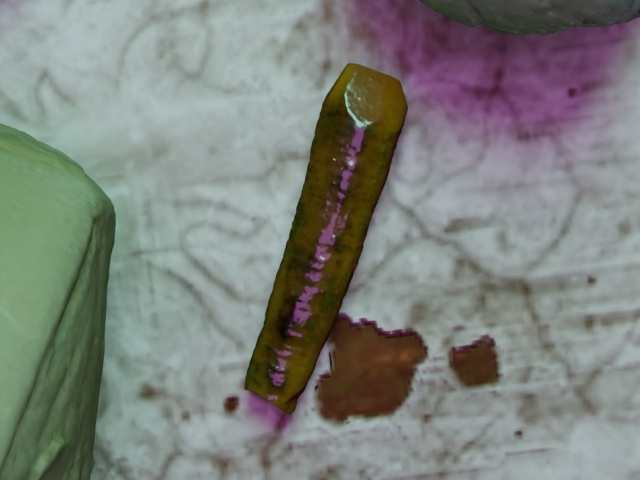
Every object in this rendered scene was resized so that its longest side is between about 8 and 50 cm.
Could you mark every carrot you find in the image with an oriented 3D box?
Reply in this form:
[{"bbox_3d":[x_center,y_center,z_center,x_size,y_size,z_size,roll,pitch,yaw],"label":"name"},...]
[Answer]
[{"bbox_3d":[0.000,0.000,0.696,0.042,0.042,0.170,19,94,3],"label":"carrot"}]

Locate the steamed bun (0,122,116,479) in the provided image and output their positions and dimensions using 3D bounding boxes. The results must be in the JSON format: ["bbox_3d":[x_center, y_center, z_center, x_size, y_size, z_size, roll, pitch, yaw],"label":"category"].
[{"bbox_3d":[-0.223,0.052,0.586,0.290,0.272,0.273,13,88,-13],"label":"steamed bun"}]

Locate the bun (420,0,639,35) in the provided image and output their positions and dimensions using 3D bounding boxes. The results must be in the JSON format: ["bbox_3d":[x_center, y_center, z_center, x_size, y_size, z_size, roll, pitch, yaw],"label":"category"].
[{"bbox_3d":[0.111,-0.180,0.638,0.213,0.126,0.203,-24,66,11],"label":"bun"}]
